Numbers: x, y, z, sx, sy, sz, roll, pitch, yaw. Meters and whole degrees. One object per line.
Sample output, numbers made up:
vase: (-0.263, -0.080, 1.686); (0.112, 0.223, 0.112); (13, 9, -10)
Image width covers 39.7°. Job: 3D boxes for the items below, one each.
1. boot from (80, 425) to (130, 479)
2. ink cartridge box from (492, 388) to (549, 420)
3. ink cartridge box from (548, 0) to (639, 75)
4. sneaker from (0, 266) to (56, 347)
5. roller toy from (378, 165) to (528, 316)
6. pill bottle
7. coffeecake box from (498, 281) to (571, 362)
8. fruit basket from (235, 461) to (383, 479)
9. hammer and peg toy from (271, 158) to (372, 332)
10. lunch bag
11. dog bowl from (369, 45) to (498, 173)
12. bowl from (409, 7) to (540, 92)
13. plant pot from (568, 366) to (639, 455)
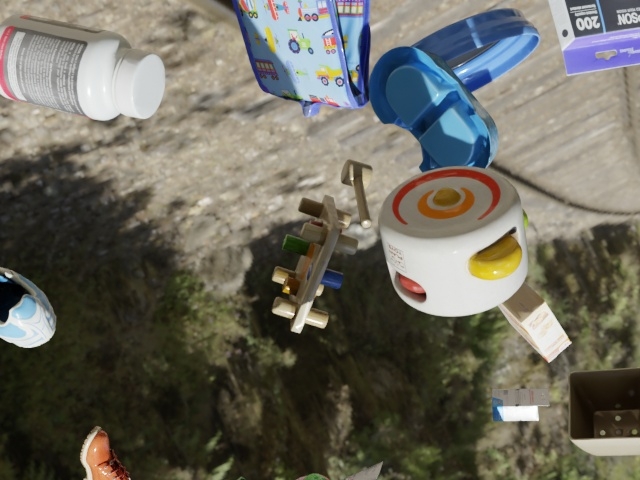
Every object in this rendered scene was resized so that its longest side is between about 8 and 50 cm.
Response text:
boot: (-0.366, 0.391, 1.539); (0.059, 0.084, 0.158); (-51, 151, -50)
ink cartridge box: (0.301, 0.247, 1.332); (0.083, 0.028, 0.048); (-3, -157, 12)
ink cartridge box: (0.511, -0.415, 1.608); (0.206, 0.208, 0.045); (-14, 180, -25)
sneaker: (-0.430, 0.059, 1.137); (0.085, 0.237, 0.086); (-46, 144, -32)
roller toy: (0.178, -0.005, 1.191); (0.191, 0.146, 0.209); (-4, -144, 17)
pill bottle: (-0.479, -0.338, 1.765); (0.318, 0.176, 0.176); (15, -177, 16)
coffeecake box: (0.428, 0.150, 1.843); (0.068, 0.142, 0.185); (-41, 135, 2)
fruit basket: (-0.074, 0.452, 1.481); (0.353, 0.166, 0.327); (-29, 173, 7)
hammer and peg toy: (0.000, 0.000, 1.957); (0.266, 0.127, 0.361); (-97, -153, -69)
lunch bag: (-0.028, -0.339, 1.422); (0.220, 0.293, 0.138); (15, -149, 40)
dog bowl: (0.220, -0.238, 1.683); (0.074, 0.297, 0.166); (-23, 162, -50)
bowl: (0.294, -0.392, 1.977); (0.391, 0.077, 0.391); (-23, 173, -3)
plant pot: (0.422, 0.257, 1.277); (0.109, 0.109, 0.096); (-8, 140, 24)
